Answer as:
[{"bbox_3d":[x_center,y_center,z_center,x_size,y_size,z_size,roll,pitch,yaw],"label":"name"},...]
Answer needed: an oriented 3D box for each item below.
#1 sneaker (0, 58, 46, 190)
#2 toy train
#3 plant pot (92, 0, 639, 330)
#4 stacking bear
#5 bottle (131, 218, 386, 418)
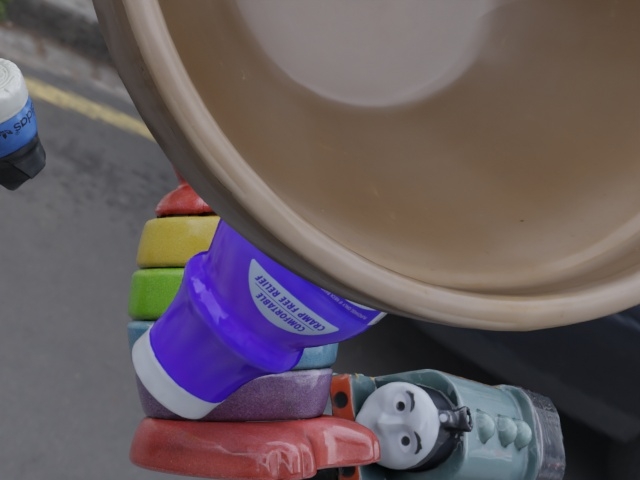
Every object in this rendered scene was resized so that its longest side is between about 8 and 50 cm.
[{"bbox_3d":[-0.221,-0.072,0.798,0.152,0.085,0.058,16,51,24],"label":"sneaker"},{"bbox_3d":[0.088,0.179,1.242,0.334,0.190,0.142,25,55,-60],"label":"toy train"},{"bbox_3d":[0.034,-0.093,0.424,0.237,0.237,0.109,21,-9,-23],"label":"plant pot"},{"bbox_3d":[-0.056,0.015,1.002,0.164,0.289,0.175,-1,-3,26],"label":"stacking bear"},{"bbox_3d":[0.000,0.000,0.847,0.118,0.283,0.092,41,22,-17],"label":"bottle"}]
